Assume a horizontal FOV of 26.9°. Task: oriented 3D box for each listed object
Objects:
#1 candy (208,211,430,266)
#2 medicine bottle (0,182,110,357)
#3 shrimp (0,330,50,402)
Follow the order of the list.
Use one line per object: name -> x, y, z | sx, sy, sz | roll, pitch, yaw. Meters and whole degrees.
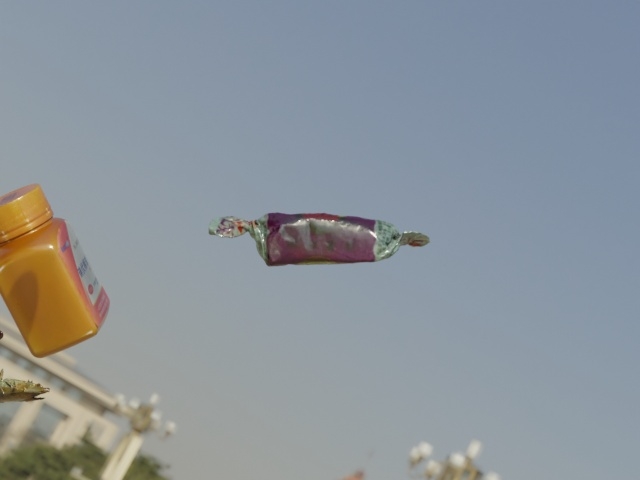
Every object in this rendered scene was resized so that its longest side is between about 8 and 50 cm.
candy -> 0.000, 0.000, 1.043 | 0.175, 0.043, 0.045 | 2, 2, -4
medicine bottle -> -0.399, 0.039, 1.915 | 0.149, 0.112, 0.222 | -94, 161, -75
shrimp -> -0.340, 0.138, 1.452 | 0.114, 0.083, 0.023 | 4, 8, 31
